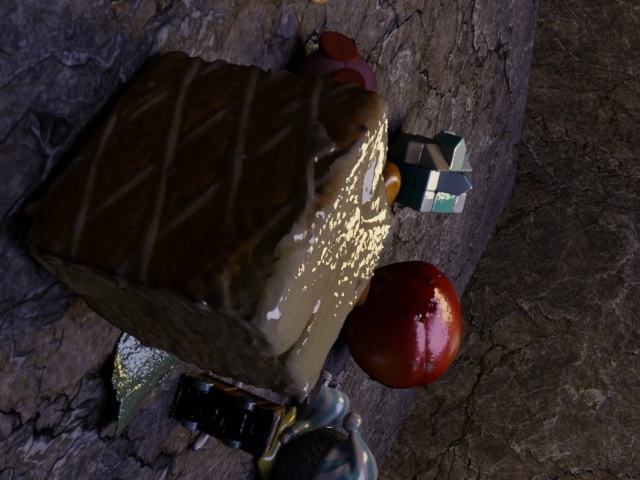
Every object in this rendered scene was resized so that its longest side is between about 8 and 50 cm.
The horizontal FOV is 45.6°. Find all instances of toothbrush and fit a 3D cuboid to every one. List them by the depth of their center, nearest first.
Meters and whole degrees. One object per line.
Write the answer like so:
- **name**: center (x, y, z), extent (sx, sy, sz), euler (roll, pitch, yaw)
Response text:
- **toothbrush**: center (-0.197, 0.340, 1.628), extent (0.269, 0.021, 0.027), euler (-54, 147, -37)

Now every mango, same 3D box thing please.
- **mango**: center (0.157, -0.132, 2.007), extent (0.115, 0.089, 0.165), euler (-27, 138, -42)

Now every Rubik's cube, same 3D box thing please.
- **Rubik's cube**: center (0.295, -0.195, 2.072), extent (0.224, 0.265, 0.212), euler (-1, 111, -42)

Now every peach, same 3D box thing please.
- **peach**: center (0.240, 0.236, 2.169), extent (0.370, 0.370, 0.370), euler (-51, 151, -43)

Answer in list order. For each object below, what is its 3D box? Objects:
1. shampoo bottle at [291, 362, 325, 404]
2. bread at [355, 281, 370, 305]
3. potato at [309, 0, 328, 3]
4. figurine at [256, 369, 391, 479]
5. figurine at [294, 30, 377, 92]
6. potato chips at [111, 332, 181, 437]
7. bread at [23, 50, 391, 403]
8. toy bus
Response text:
- **shampoo bottle**: center (-0.034, 0.285, 1.903), extent (0.079, 0.080, 0.246), euler (-40, 143, -56)
- **bread**: center (0.055, 0.120, 1.948), extent (0.172, 0.103, 0.131), euler (-16, 122, -64)
- **potato**: center (-0.002, -0.461, 1.379), extent (0.083, 0.062, 0.068), euler (-91, 155, -60)
- **figurine**: center (0.067, 0.564, 1.980), extent (0.361, 0.378, 0.266), euler (-63, 158, -17)
- **figurine**: center (0.024, -0.285, 1.459), extent (0.173, 0.173, 0.173), euler (-51, 151, -43)
- **potato chips**: center (-0.285, 0.199, 1.244), extent (0.167, 0.059, 0.228), euler (-22, 128, -51)
- **bread**: center (-0.124, -0.029, 1.019), extent (0.279, 0.371, 0.390), euler (75, 35, -48)
- **toy bus**: center (-0.169, 0.328, 1.438), extent (0.098, 0.201, 0.114), euler (-71, 161, -1)
